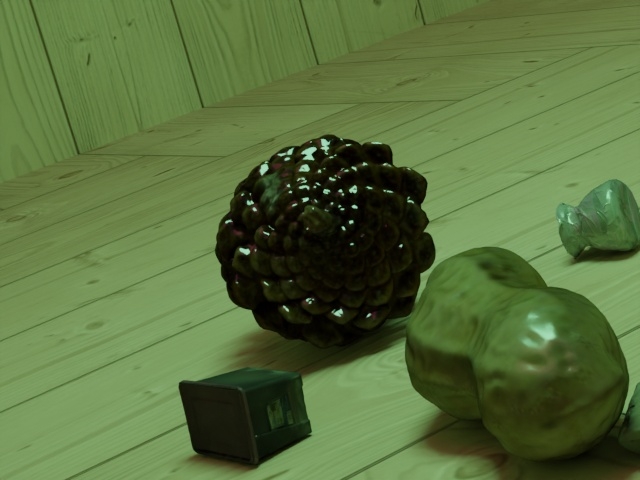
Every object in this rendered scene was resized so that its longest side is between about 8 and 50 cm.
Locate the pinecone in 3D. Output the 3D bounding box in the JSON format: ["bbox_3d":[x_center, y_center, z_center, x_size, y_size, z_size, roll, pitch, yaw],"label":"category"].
[{"bbox_3d":[-0.001,-0.002,1.568,0.186,0.168,0.212,-24,16,-8],"label":"pinecone"}]

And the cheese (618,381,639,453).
[{"bbox_3d":[0.374,0.082,1.069,0.400,0.034,0.085,-10,14,25],"label":"cheese"}]

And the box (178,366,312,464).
[{"bbox_3d":[-0.055,0.126,1.350,0.063,0.060,0.085,-20,11,-36],"label":"box"}]

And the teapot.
[{"bbox_3d":[0.247,-0.014,1.591,0.064,0.064,0.083,-17,-21,27],"label":"teapot"}]

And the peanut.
[{"bbox_3d":[0.126,0.076,1.223,0.125,0.111,0.274,-22,13,-8],"label":"peanut"}]
